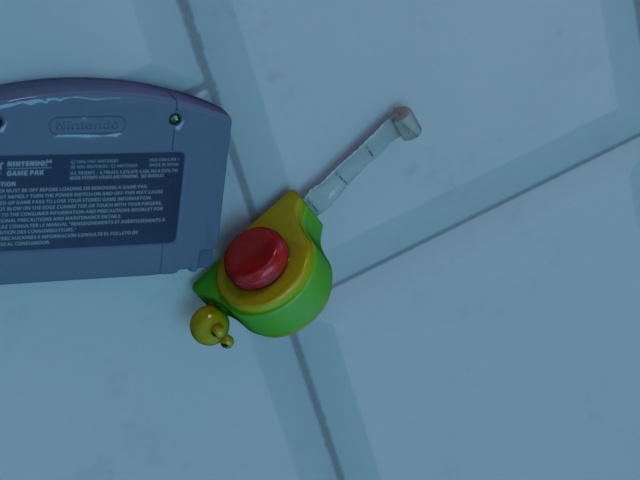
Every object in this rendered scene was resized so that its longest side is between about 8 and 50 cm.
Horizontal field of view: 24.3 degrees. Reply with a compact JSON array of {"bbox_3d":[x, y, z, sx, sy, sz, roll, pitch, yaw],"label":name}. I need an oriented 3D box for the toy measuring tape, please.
[{"bbox_3d":[0.000,0.000,1.541,0.330,0.121,0.121,-42,125,-4],"label":"toy measuring tape"}]

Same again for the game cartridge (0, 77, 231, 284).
[{"bbox_3d":[-0.235,-0.058,1.436,0.297,0.062,0.198,-3,110,-26],"label":"game cartridge"}]
